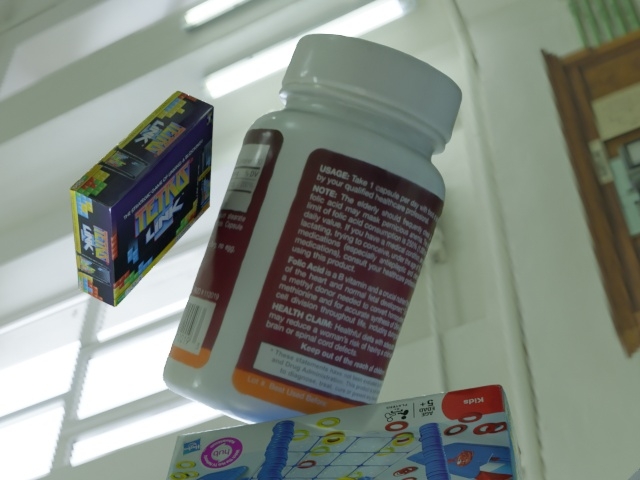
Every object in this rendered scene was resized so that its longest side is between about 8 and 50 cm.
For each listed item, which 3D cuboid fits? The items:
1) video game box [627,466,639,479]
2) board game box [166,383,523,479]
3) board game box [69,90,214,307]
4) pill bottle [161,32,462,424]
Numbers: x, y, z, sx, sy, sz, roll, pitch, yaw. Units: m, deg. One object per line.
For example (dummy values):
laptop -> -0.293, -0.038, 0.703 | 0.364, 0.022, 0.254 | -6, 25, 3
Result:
video game box -> 0.315, 0.278, 0.938 | 0.187, 0.205, 0.048 | 45, 176, -29
board game box -> 0.014, 0.263, 0.843 | 0.302, 0.308, 0.086 | -84, -20, -59
board game box -> -0.167, -0.041, 1.027 | 0.170, 0.048, 0.141 | -52, -18, -39
pill bottle -> 0.000, 0.000, 1.119 | 0.224, 0.224, 0.392 | 29, -101, -61
